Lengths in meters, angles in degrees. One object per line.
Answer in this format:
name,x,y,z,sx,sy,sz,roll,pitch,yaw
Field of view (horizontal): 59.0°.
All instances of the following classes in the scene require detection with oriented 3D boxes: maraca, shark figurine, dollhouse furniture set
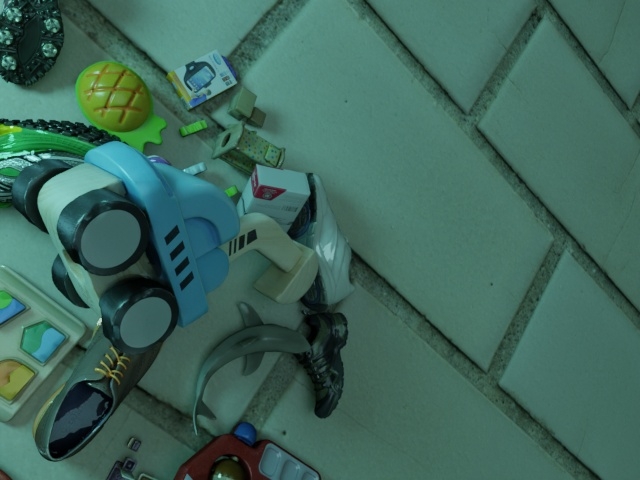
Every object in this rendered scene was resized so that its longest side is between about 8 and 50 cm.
maraca,-0.366,-0.244,1.042,0.127,0.099,0.186,-36,96,-16
shark figurine,-0.167,0.230,1.107,0.278,0.116,0.166,-36,93,-16
dollhouse furniture set,-0.316,0.432,1.038,0.114,0.081,0.091,34,73,-21
dollhouse furniture set,-0.104,-0.208,1.171,0.182,0.101,0.161,28,65,-33

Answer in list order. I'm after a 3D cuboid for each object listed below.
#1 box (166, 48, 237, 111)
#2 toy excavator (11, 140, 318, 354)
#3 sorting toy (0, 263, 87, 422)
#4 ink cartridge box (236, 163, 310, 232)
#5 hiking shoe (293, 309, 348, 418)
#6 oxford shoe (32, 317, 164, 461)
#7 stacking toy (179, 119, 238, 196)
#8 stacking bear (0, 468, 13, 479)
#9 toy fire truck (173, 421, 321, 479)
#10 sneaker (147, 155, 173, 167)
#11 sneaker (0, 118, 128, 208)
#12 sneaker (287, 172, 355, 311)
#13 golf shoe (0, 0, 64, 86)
box,-0.236,-0.333,1.160,0.136,0.028,0.081,-37,103,-22
toy excavator,-0.199,0.005,0.958,0.445,0.222,0.433,-33,130,-31
sorting toy,-0.542,0.175,0.964,0.193,0.038,0.208,44,69,-18
ink cartridge box,-0.103,-0.073,1.142,0.109,0.150,0.063,8,49,-26
hiking shoe,-0.010,0.264,1.219,0.114,0.086,0.227,9,77,-13
oxford shoe,-0.360,0.222,1.000,0.130,0.132,0.364,35,72,-20
stacking toy,-0.284,-0.124,1.108,0.221,0.052,0.167,-30,100,-26
stacking bear,-0.640,0.455,0.835,0.164,0.175,0.289,40,78,-1
toy fire truck,-0.147,0.503,1.096,0.302,0.169,0.254,41,46,-20
sneaker,-0.346,-0.048,0.999,0.095,0.104,0.236,41,92,-8
sneaker,-0.486,-0.130,0.956,0.343,0.134,0.146,1,107,-8
sneaker,0.000,0.000,1.233,0.129,0.111,0.297,-11,95,-44
golf shoe,-0.503,-0.408,0.993,0.105,0.120,0.273,11,104,-32
